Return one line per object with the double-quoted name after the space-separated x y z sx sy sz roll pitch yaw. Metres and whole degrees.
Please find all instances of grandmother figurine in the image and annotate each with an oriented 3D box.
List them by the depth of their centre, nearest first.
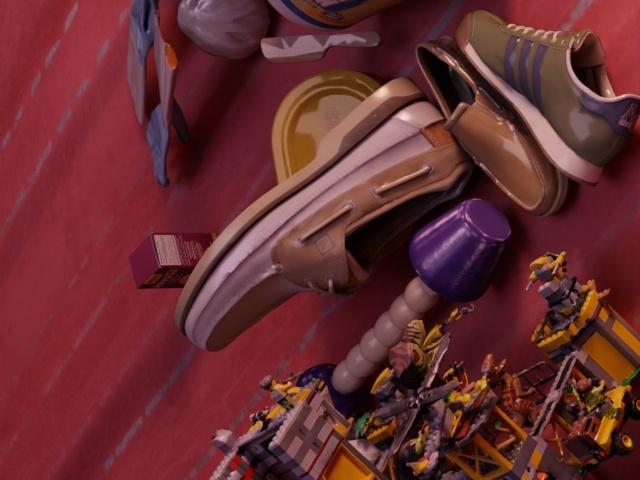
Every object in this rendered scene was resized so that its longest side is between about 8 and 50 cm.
-0.141 -0.339 1.536 0.208 0.104 0.342 86 162 -67 "grandmother figurine"

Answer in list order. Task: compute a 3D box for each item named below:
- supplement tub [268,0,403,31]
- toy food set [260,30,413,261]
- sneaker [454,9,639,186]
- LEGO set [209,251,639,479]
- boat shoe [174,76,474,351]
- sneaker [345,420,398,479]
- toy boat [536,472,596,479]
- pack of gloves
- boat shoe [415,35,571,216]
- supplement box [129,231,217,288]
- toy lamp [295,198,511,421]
0.046 -0.272 1.250 0.199 0.144 0.144 -17 77 52 "supplement tub"
0.026 -0.085 1.345 0.128 0.071 0.218 -9 88 20 "toy food set"
0.184 -0.135 1.144 0.086 0.064 0.192 -53 50 28 "sneaker"
0.068 0.121 1.109 0.192 0.255 0.331 44 144 -10 "LEGO set"
0.000 0.000 1.258 0.302 0.113 0.103 -45 73 14 "boat shoe"
-0.056 0.308 1.384 0.385 0.145 0.147 -45 56 44 "sneaker"
0.182 0.237 1.103 0.231 0.151 0.151 -36 33 47 "toy boat"
-0.167 -0.184 1.578 0.232 0.046 0.195 104 154 -55 "pack of gloves"
0.132 -0.093 1.196 0.068 0.072 0.190 -58 48 34 "boat shoe"
-0.152 0.021 1.556 0.055 0.083 0.043 -40 59 46 "supplement box"
0.072 0.067 1.272 0.275 0.080 0.080 -55 50 39 "toy lamp"
